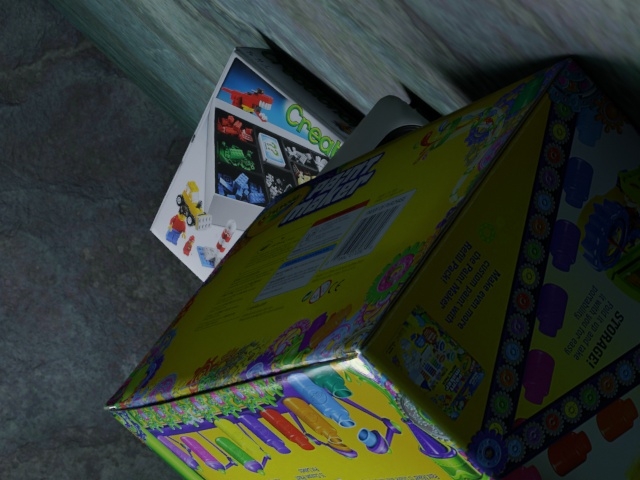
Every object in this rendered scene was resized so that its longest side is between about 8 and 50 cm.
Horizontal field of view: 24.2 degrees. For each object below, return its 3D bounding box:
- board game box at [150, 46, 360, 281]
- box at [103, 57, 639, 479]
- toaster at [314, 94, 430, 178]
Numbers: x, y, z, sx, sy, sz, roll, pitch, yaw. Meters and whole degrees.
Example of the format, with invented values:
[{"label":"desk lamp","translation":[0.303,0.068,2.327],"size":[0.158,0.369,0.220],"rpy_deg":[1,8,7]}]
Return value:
[{"label":"board game box","translation":[0.000,0.000,1.238],"size":[0.305,0.193,0.053],"rpy_deg":[42,-153,29]},{"label":"box","translation":[0.089,0.100,0.759],"size":[0.279,0.177,0.290],"rpy_deg":[45,153,-14]},{"label":"toaster","translation":[0.089,0.011,1.015],"size":[0.168,0.110,0.186],"rpy_deg":[43,177,26]}]
